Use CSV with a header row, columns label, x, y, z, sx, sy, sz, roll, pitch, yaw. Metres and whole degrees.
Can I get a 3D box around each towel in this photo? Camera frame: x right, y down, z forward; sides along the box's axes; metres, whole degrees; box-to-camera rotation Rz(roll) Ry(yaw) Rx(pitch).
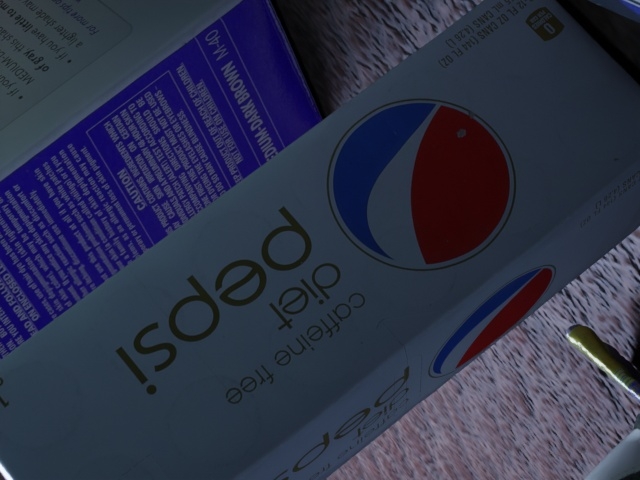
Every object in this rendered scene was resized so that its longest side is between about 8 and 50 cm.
label,x,y,z,sx,sy,sz,roll,pitch,yaw
towel,0.128,0.062,0.638,0.083,0.009,0.060,43,-176,40

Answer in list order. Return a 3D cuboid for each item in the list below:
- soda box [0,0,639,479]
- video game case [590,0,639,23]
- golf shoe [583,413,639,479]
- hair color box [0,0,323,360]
label,x,y,z,sx,sy,sz,roll,pitch,yaw
soda box,0.003,0.018,0.525,0.074,0.216,0.069,49,168,19
video game case,0.008,-0.151,0.293,0.210,0.042,0.232,29,153,22
golf shoe,0.176,0.167,0.551,0.273,0.120,0.105,51,166,-1
hair color box,-0.188,-0.020,0.812,0.185,0.339,0.110,40,161,44
